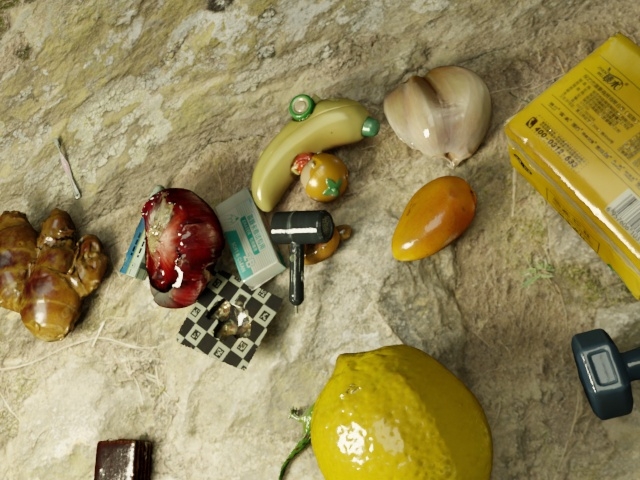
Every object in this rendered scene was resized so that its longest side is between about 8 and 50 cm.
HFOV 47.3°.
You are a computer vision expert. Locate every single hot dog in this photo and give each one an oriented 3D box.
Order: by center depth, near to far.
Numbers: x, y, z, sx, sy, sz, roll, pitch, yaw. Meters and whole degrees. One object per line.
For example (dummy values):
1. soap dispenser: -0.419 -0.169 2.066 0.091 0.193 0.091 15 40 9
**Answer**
1. hot dog: -0.001 -0.002 1.600 0.140 0.060 0.090 -40 66 15

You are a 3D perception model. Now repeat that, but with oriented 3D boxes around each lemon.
1. lemon: 0.144 0.350 1.300 0.336 0.336 0.336 -6 72 18

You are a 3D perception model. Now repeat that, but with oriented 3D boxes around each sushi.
1. sushi: -0.195 0.179 1.614 0.210 0.040 0.193 19 72 31

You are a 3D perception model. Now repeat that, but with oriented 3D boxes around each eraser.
1. eraser: -0.159 -0.007 1.641 0.095 0.052 0.225 -31 56 9

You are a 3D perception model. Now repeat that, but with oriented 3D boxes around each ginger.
1. ginger: -0.678 0.063 1.773 0.357 0.152 0.274 34 87 24

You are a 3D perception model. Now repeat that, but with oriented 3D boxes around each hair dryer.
1. hair dryer: -0.041 0.045 1.543 0.124 0.071 0.219 1 86 27

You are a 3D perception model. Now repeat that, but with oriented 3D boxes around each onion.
1. onion: -0.293 0.020 1.638 0.272 0.195 0.272 6 98 57

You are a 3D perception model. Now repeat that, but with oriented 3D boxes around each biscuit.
1. biscuit: -0.429 0.621 1.555 0.107 0.073 0.389 -7 72 19

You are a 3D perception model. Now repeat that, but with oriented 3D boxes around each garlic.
1. garlic: 0.259 -0.276 1.561 0.217 0.110 0.228 -29 66 6

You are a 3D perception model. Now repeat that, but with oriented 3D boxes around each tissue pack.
1. tissue pack: 0.568 -0.135 1.336 0.293 0.228 0.382 -40 66 6

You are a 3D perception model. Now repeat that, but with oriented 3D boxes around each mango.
1. mango: 0.226 -0.044 1.503 0.217 0.102 0.141 -46 58 -1

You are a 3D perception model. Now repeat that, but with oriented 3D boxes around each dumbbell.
1. dumbbell: 0.608 0.199 1.267 0.316 0.156 0.144 -18 38 14

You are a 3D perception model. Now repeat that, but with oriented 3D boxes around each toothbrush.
1. toothbrush: -0.667 -0.191 1.919 0.017 0.022 0.204 -26 66 -6

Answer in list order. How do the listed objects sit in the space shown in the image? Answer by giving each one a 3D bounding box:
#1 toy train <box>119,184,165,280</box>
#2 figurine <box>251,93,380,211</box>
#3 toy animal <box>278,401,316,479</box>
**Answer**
1. toy train: -0.411 -0.021 1.757 0.051 0.052 0.234 17 80 21
2. figurine: -0.017 -0.180 1.628 0.324 0.124 0.222 -46 68 5
3. toy animal: -0.047 0.391 1.505 0.075 0.041 0.217 38 94 24
